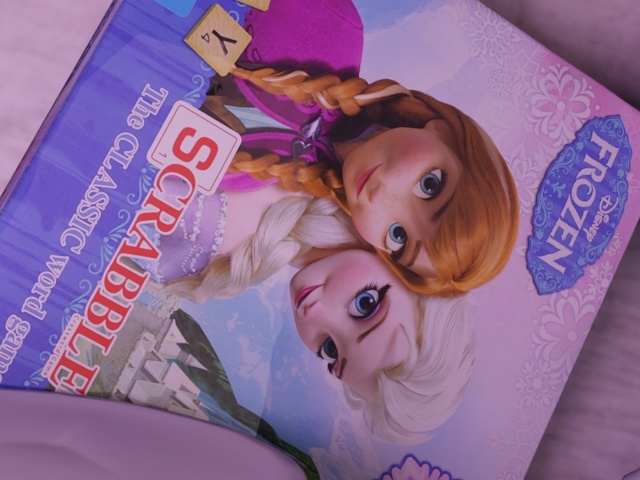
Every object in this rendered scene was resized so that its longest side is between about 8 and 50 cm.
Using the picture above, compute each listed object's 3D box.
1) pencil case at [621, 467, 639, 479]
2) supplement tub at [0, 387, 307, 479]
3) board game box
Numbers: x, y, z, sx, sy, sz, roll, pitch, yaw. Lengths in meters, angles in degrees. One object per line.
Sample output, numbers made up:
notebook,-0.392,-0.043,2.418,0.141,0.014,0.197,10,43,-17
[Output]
pencil case,0.303,0.134,0.711,0.273,0.113,0.124,-28,130,19
supplement tub,-0.129,0.242,0.515,0.241,0.241,0.331,8,94,-20
board game box,0.000,0.000,0.697,0.318,0.066,0.318,30,77,-17
